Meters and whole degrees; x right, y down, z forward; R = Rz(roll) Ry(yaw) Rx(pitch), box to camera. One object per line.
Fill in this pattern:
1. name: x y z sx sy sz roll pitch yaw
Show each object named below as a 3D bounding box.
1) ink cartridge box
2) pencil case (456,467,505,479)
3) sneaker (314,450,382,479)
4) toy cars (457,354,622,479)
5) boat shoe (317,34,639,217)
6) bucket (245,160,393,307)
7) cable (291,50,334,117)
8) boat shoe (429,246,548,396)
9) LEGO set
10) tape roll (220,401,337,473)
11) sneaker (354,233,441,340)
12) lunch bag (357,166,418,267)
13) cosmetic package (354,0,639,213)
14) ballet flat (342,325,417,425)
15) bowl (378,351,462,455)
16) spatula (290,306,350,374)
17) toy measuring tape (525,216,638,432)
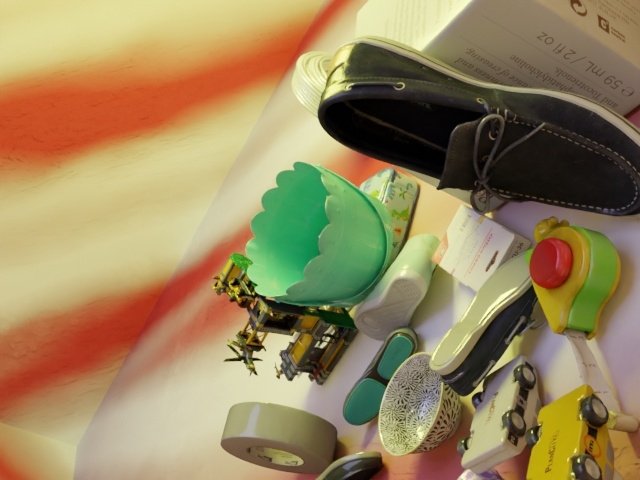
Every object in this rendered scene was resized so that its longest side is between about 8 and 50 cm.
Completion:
1. ink cartridge box: 0.273 0.023 1.364 0.115 0.067 0.198 -62 20 8
2. pencil case: 0.249 0.348 1.043 0.088 0.086 0.206 -65 21 -10
3. sneaker: 0.042 0.464 1.439 0.222 0.083 0.118 -44 48 28
4. toy cars: 0.277 0.257 1.031 0.176 0.087 0.393 -48 7 -3
5. boat shoe: 0.222 -0.133 1.133 0.187 0.500 0.156 99 -162 -50
6. bucket: 0.000 0.000 1.623 0.281 0.183 0.281 -28 54 47
7. cable: 0.047 -0.374 2.054 0.089 0.257 0.257 -56 23 35
8. boat shoe: 0.269 0.120 1.218 0.254 0.079 0.095 -49 18 -15
9. LEGO set: -0.095 0.182 1.741 0.255 0.331 0.192 49 116 38
10. tape roll: -0.079 0.383 1.582 0.219 0.219 0.072 -34 37 53
11. sneaker: 0.157 0.089 1.557 0.151 0.094 0.256 -57 1 -37
12. lunch bag: 0.116 -0.037 1.765 0.176 0.090 0.219 -25 44 63
13. cosmetic package: 0.282 -0.320 1.352 0.393 0.329 0.327 -42 32 47
14. ballet flat: 0.115 0.249 1.511 0.213 0.072 0.068 -58 -5 15
15. bowl: 0.173 0.272 1.309 0.170 0.080 0.170 -50 25 34
16. spatula: -0.001 0.178 1.896 0.242 0.019 0.168 -53 23 28
17. toy measuring tape: 0.354 0.082 1.066 0.121 0.121 0.330 -50 34 33
